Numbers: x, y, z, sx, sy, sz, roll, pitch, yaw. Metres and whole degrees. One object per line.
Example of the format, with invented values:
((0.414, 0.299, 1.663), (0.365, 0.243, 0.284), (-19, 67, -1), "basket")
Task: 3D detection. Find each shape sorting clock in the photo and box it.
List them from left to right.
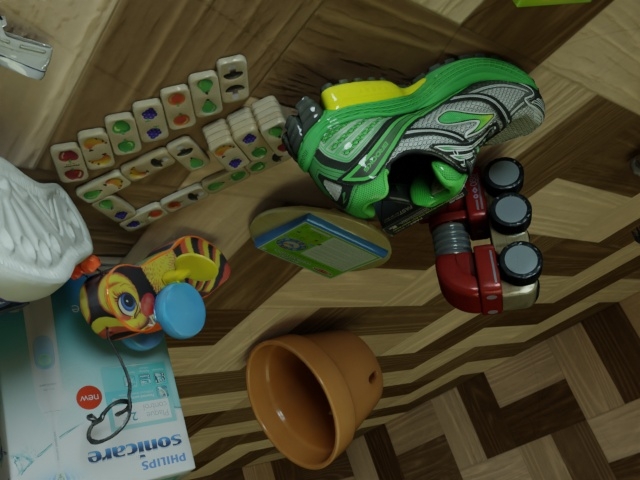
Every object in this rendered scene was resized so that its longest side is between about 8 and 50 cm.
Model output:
((0.000, 0.000, 0.879), (0.206, 0.040, 0.206), (6, 153, 3), "shape sorting clock")

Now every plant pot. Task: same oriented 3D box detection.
((0.001, 0.323, 1.358), (0.203, 0.291, 0.291), (-21, 161, -41), "plant pot")

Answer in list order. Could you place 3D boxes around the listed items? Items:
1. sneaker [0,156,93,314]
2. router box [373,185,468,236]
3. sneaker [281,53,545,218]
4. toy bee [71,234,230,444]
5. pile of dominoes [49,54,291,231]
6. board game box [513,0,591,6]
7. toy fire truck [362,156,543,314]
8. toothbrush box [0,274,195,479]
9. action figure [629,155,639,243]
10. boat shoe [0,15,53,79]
((-0.353, 0.028, 0.537), (0.236, 0.130, 0.323), (-24, -175, -6), "sneaker")
((0.125, -0.076, 0.829), (0.122, 0.092, 0.038), (-30, 153, 20), "router box")
((0.131, -0.105, 0.689), (0.343, 0.146, 0.134), (-20, 156, -28), "sneaker")
((-0.215, 0.063, 0.742), (0.195, 0.298, 0.162), (-27, 112, 10), "toy bee")
((-0.152, -0.083, 0.671), (0.251, 0.040, 0.196), (-24, 155, 7), "pile of dominoes")
((0.243, -0.294, 0.535), (0.092, 0.043, 0.181), (-11, 153, -19), "board game box")
((0.185, -0.006, 0.902), (0.246, 0.217, 0.158), (-8, 152, 13), "toy fire truck")
((-0.319, 0.201, 0.817), (0.216, 0.295, 0.126), (1, 148, -36), "toothbrush box")
((0.637, -0.120, 1.077), (0.164, 0.141, 0.276), (-5, 126, -12), "action figure")
((-0.252, -0.157, 0.463), (0.100, 0.035, 0.035), (19, 108, -48), "boat shoe")
